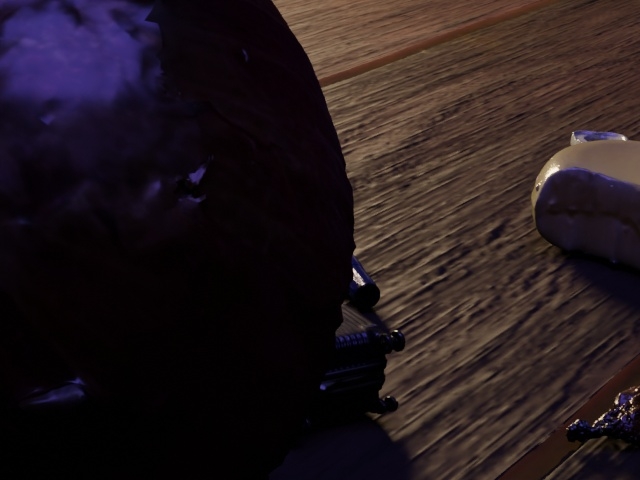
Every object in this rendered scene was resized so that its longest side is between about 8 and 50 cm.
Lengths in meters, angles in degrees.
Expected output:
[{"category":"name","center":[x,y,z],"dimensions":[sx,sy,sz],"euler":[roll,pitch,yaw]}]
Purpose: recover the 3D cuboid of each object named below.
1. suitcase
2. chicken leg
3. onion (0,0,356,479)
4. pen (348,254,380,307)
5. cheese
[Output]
[{"category":"suitcase","center":[-0.018,0.063,0.999],"dimensions":[0.086,0.059,0.126],"euler":[-8,25,-34]},{"category":"chicken leg","center":[0.179,0.105,0.993],"dimensions":[0.036,0.021,0.083],"euler":[33,38,33]},{"category":"onion","center":[-0.128,0.030,0.796],"dimensions":[0.348,0.347,0.385],"euler":[19,-13,32]},{"category":"pen","center":[0.000,0.000,1.217],"dimensions":[0.025,0.025,0.204],"euler":[-2,23,-18]},{"category":"cheese","center":[0.254,-0.038,1.309],"dimensions":[0.163,0.070,0.249],"euler":[11,21,16]}]
